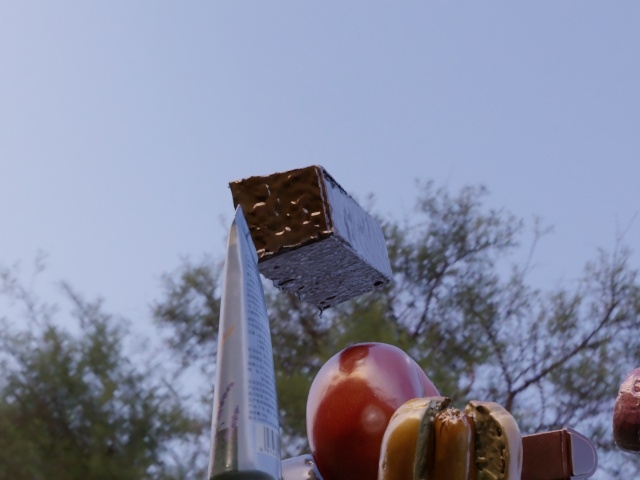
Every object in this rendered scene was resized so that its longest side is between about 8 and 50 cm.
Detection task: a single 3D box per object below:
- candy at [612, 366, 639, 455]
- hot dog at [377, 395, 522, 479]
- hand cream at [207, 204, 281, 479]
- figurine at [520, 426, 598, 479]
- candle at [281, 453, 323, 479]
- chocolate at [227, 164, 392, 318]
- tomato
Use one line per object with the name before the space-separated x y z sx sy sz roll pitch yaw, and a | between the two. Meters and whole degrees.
candy | 0.373 0.197 1.336 0.043 0.103 0.103 15 -54 33
hot dog | 0.109 0.306 1.059 0.135 0.100 0.338 4 -75 -10
hand cream | -0.062 0.105 0.961 0.058 0.271 0.091 -7 -34 8
figurine | 0.355 0.339 1.782 0.154 0.098 0.083 -24 -118 50
candle | -0.123 0.370 1.309 0.187 0.330 0.188 164 -90 -82
chocolate | 0.000 0.000 1.333 0.111 0.321 0.112 -18 -107 10
tomato | 0.061 0.202 1.232 0.136 0.195 0.195 -24 -77 15
